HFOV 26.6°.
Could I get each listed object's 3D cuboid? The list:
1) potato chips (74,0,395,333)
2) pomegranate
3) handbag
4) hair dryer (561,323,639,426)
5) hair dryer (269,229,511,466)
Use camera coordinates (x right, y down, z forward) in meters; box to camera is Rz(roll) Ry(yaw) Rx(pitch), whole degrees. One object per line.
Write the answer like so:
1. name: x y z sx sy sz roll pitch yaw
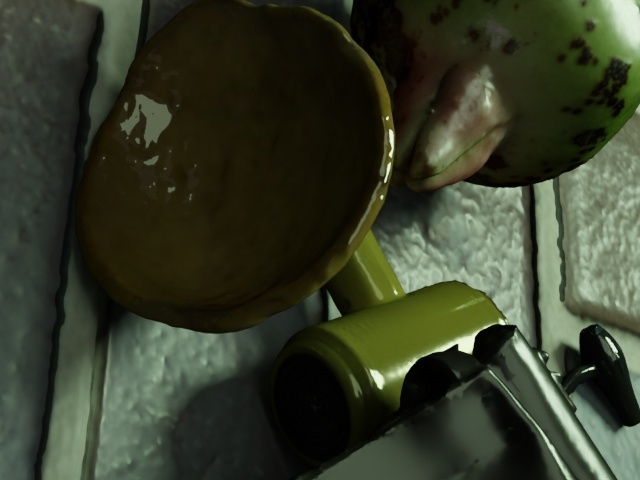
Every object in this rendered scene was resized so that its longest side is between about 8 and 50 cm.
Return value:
1. potato chips: -0.048 -0.042 0.779 0.208 0.195 0.062 62 4 31
2. pomegranate: 0.107 -0.112 0.883 0.214 0.214 0.248 42 52 -14
3. handbag: 0.048 0.203 0.683 0.285 0.113 0.257 -28 97 -24
4. hair dryer: 0.190 0.109 0.965 0.083 0.031 0.079 -29 96 -30
5. hair dryer: 0.000 0.000 0.833 0.135 0.090 0.279 -16 73 -40
